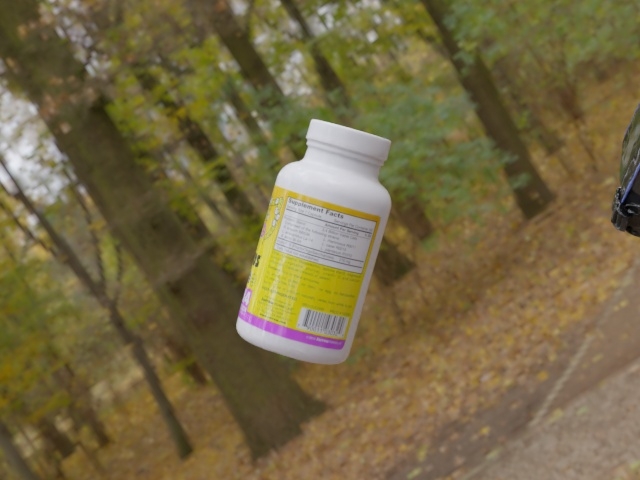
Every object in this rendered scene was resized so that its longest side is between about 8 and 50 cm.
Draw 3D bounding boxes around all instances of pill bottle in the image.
[{"bbox_3d":[0.000,0.000,0.454,0.043,0.043,0.083,-58,-16,-86],"label":"pill bottle"}]

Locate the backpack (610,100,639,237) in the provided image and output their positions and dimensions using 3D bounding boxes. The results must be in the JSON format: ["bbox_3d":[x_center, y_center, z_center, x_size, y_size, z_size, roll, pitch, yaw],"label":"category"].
[{"bbox_3d":[0.203,-0.047,0.575,0.105,0.114,0.084,92,-169,-60],"label":"backpack"}]
